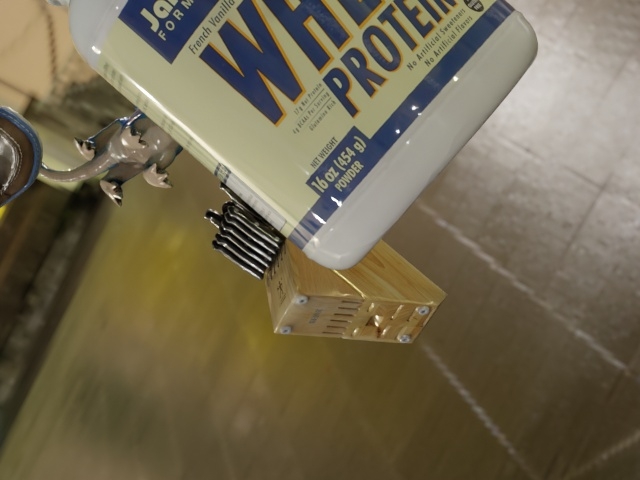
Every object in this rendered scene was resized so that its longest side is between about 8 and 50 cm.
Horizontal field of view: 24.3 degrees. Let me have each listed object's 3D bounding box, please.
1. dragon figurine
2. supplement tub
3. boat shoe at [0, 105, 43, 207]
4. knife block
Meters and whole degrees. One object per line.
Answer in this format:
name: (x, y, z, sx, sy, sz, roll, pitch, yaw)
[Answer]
dragon figurine: (-0.169, -0.114, 1.506, 0.289, 0.085, 0.144, -15, 26, 48)
supplement tub: (-0.032, -0.162, 1.079, 0.235, 0.325, 0.235, -49, 0, 0)
boat shoe: (-0.280, -0.039, 1.195, 0.183, 0.066, 0.066, -45, 8, 48)
knife block: (0.000, 0.000, 1.857, 0.088, 0.275, 0.242, 120, 149, -47)
